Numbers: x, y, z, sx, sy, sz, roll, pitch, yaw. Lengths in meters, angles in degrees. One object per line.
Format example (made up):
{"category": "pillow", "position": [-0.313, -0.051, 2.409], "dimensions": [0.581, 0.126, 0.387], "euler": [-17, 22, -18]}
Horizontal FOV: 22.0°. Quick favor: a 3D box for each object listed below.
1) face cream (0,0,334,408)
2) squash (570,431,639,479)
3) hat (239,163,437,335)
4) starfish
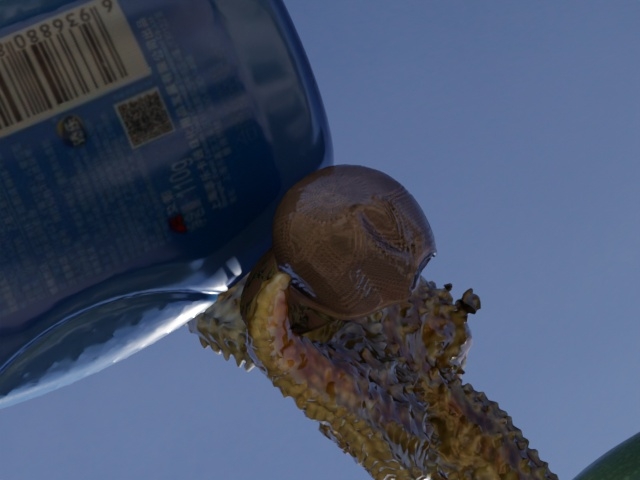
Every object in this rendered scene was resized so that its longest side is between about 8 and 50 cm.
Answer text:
{"category": "face cream", "position": [-0.129, -0.010, 0.562], "dimensions": [0.264, 0.083, 0.149], "euler": [-24, -74, -14]}
{"category": "squash", "position": [0.241, 0.090, 0.627], "dimensions": [0.395, 0.107, 0.107], "euler": [-9, -81, -20]}
{"category": "hat", "position": [-0.002, -0.001, 0.532], "dimensions": [0.087, 0.058, 0.042], "euler": [7, -44, 56]}
{"category": "starfish", "position": [0.024, 0.044, 0.700], "dimensions": [0.084, 0.301, 0.293], "euler": [-59, -147, 3]}
